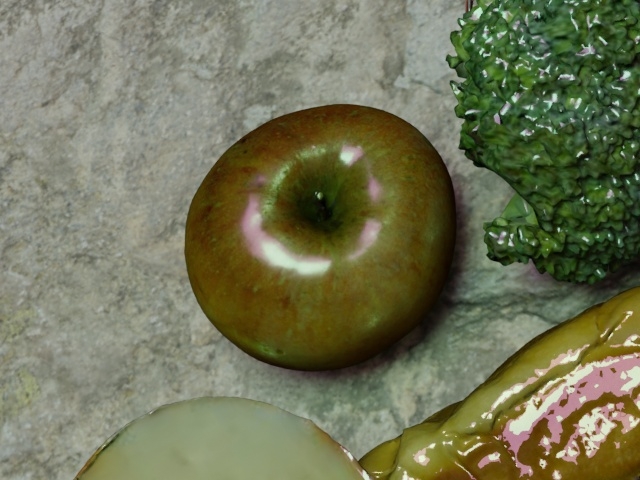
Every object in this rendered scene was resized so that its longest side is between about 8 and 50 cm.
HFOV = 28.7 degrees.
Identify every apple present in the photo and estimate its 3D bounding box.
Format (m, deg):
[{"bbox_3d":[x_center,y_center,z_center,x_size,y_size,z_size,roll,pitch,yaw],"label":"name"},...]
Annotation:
[{"bbox_3d":[0.000,0.000,1.060,0.237,0.207,0.236,-1,72,3],"label":"apple"}]

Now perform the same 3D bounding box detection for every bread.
[{"bbox_3d":[0.154,0.156,0.934,0.294,0.167,0.132,-33,83,5],"label":"bread"}]

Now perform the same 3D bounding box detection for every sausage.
[{"bbox_3d":[-0.098,0.268,0.875,0.233,0.287,0.233,13,54,-18],"label":"sausage"}]

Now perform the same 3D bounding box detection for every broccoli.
[{"bbox_3d":[0.210,-0.110,0.963,0.235,0.260,0.288,25,102,6],"label":"broccoli"}]

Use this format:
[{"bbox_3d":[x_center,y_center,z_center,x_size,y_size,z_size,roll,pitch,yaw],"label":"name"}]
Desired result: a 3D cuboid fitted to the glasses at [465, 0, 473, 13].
[{"bbox_3d":[0.235,-0.237,1.099,0.234,0.118,0.268,4,69,22],"label":"glasses"}]
